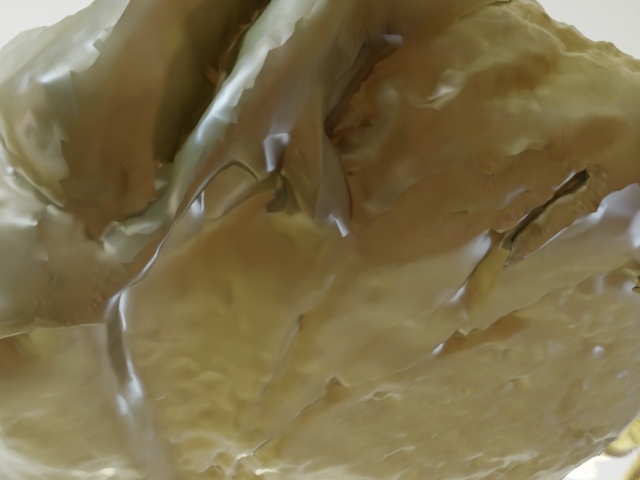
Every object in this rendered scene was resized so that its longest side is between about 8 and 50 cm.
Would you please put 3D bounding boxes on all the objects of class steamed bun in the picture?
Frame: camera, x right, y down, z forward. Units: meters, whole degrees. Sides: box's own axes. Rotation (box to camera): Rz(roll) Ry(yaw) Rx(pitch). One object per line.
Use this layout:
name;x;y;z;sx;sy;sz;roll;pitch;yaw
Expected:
steamed bun;-0.001;-0.003;0.541;0.372;0.325;0.230;7;-136;-33
